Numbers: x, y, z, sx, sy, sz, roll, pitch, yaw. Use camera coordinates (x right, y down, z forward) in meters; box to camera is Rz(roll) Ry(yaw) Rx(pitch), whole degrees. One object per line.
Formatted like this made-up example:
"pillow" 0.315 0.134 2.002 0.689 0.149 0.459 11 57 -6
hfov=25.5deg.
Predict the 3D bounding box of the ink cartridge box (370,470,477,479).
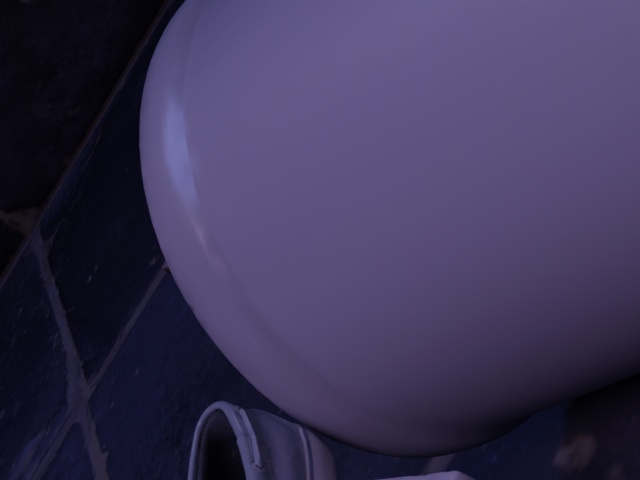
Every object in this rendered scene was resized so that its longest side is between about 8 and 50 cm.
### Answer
"ink cartridge box" 0.054 0.258 0.700 0.168 0.171 0.233 -22 43 57

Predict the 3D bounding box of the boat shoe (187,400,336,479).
"boat shoe" -0.040 0.166 0.674 0.079 0.081 0.227 -48 24 28

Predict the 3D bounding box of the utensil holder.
"utensil holder" 0.143 -0.095 0.725 0.385 0.327 0.328 -32 35 45

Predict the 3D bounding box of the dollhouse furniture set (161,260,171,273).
"dollhouse furniture set" 0.000 0.000 1.118 0.129 0.183 0.129 -18 47 60
